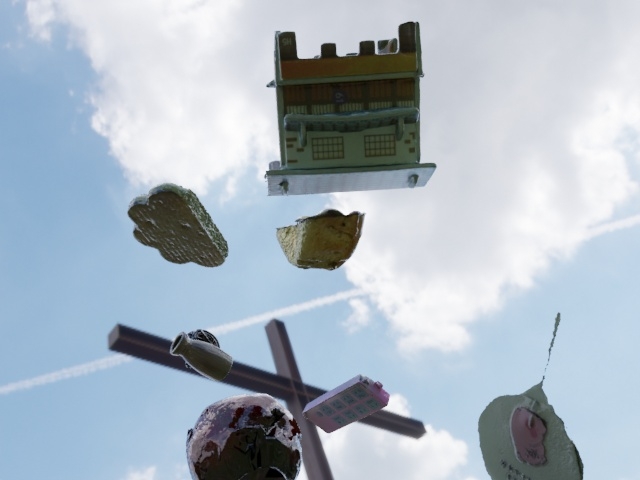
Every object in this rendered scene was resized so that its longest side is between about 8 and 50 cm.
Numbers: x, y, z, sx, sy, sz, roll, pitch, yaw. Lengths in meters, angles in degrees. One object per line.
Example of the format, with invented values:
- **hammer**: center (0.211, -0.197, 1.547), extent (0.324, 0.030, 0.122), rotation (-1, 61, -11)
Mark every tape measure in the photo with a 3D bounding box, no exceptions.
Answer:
- **tape measure**: center (-0.269, 0.249, 1.452), extent (0.091, 0.094, 0.054), rotation (25, -56, -34)

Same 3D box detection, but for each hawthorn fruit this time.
- **hawthorn fruit**: center (-0.187, 0.526, 1.565), extent (0.316, 0.316, 0.315), rotation (-11, -50, -13)

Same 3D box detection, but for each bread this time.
- **bread**: center (-0.346, -0.031, 1.503), extent (0.208, 0.056, 0.286), rotation (-2, -41, 17)
- **bread**: center (0.003, 0.007, 1.507), extent (0.175, 0.252, 0.132), rotation (-2, -97, -25)

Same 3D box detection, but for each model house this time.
- **model house**: center (0.029, -0.172, 0.874), extent (0.224, 0.198, 0.215), rotation (-4, -80, -4)

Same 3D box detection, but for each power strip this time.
- **power strip**: center (0.067, 0.450, 1.749), extent (0.109, 0.037, 0.279), rotation (40, -51, -13)

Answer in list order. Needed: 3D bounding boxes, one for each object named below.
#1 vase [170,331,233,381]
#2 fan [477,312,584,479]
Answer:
- **vase**: center (-0.205, 0.198, 1.093), extent (0.101, 0.053, 0.053), rotation (34, -69, -20)
- **fan**: center (0.305, 0.243, 0.908), extent (0.010, 0.182, 0.309), rotation (-9, -69, -38)
